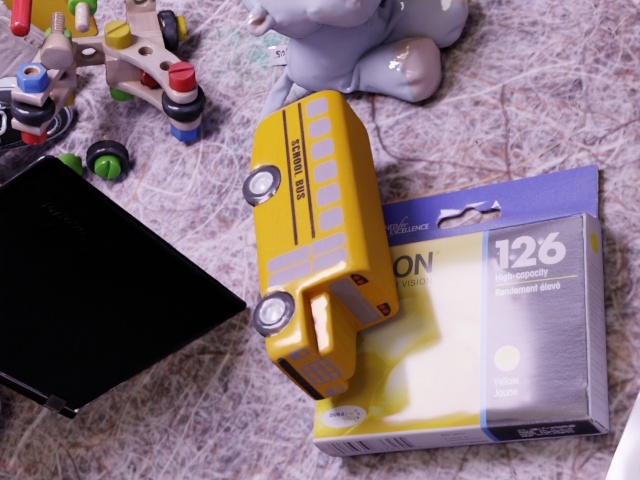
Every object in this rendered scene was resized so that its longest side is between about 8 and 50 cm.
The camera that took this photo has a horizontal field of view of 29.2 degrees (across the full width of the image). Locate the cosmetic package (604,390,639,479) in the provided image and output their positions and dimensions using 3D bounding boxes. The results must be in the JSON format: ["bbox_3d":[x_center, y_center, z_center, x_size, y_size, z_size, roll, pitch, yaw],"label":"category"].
[{"bbox_3d":[0.375,0.222,1.040,0.225,0.138,0.224,16,73,37],"label":"cosmetic package"}]

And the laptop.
[{"bbox_3d":[-0.379,0.029,1.439,0.408,0.382,0.236,24,78,38],"label":"laptop"}]

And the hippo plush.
[{"bbox_3d":[0.010,-0.302,1.482,0.294,0.236,0.234,-5,63,29],"label":"hippo plush"}]

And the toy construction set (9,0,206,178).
[{"bbox_3d":[-0.301,-0.265,1.625,0.257,0.309,0.237,-18,52,12],"label":"toy construction set"}]

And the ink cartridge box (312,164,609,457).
[{"bbox_3d":[0.146,0.066,1.309,0.304,0.072,0.307,-11,62,27],"label":"ink cartridge box"}]

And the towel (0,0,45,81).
[{"bbox_3d":[-0.497,-0.210,1.748,0.282,0.187,0.049,-39,50,15],"label":"towel"}]

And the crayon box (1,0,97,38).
[{"bbox_3d":[-0.440,-0.412,1.836,0.081,0.202,0.318,-31,54,13],"label":"crayon box"}]

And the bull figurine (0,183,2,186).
[{"bbox_3d":[-0.462,-0.004,1.685,0.188,0.101,0.310,-54,46,3],"label":"bull figurine"}]

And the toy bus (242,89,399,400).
[{"bbox_3d":[0.000,0.000,1.327,0.130,0.108,0.332,-22,48,16],"label":"toy bus"}]

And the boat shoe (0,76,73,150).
[{"bbox_3d":[-0.481,-0.156,1.682,0.105,0.306,0.113,53,133,43],"label":"boat shoe"}]
